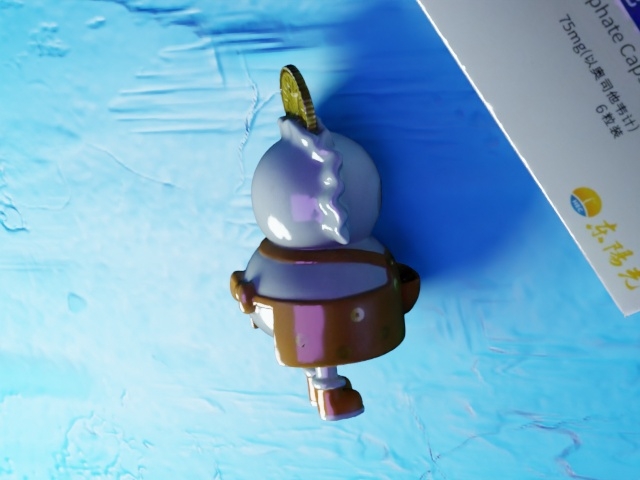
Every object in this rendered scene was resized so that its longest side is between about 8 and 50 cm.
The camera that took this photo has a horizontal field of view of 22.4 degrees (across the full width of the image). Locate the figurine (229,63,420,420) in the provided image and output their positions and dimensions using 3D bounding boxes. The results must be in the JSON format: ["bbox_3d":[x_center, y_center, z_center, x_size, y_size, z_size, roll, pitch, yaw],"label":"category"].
[{"bbox_3d":[-0.008,0.005,1.224,0.143,0.143,0.271,-8,114,33],"label":"figurine"}]

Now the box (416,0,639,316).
[{"bbox_3d":[0.197,-0.131,1.065,0.200,0.065,0.343,-28,101,39],"label":"box"}]
